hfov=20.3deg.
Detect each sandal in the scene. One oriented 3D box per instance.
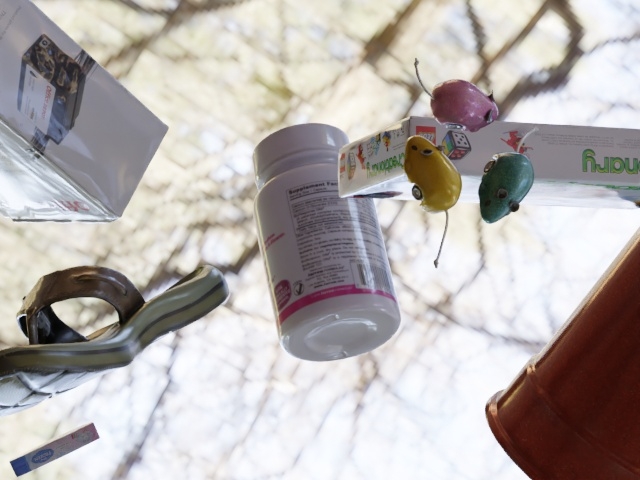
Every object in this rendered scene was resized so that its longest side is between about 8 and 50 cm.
[{"bbox_3d":[-0.180,0.061,1.353,0.120,0.086,0.303,-25,-178,28],"label":"sandal"}]

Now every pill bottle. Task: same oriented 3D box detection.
[{"bbox_3d":[0.000,0.000,2.321,0.160,0.160,0.283,-34,-125,34],"label":"pill bottle"}]

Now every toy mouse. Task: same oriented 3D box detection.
[{"bbox_3d":[0.127,-0.073,1.393,0.031,0.143,0.161,-22,-95,56],"label":"toy mouse"}]

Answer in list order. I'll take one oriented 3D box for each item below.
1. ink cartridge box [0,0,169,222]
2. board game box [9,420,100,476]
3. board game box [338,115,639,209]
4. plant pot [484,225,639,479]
[{"bbox_3d":[-0.346,-0.156,1.869,0.223,0.307,0.129,1,-123,47],"label":"ink cartridge box"},{"bbox_3d":[-0.263,0.206,1.772,0.090,0.020,0.090,-26,179,-10],"label":"board game box"},{"bbox_3d":[0.189,-0.066,1.606,0.193,0.305,0.053,163,-72,-73],"label":"board game box"},{"bbox_3d":[0.351,0.134,1.836,0.265,0.272,0.272,-60,-151,19],"label":"plant pot"}]
